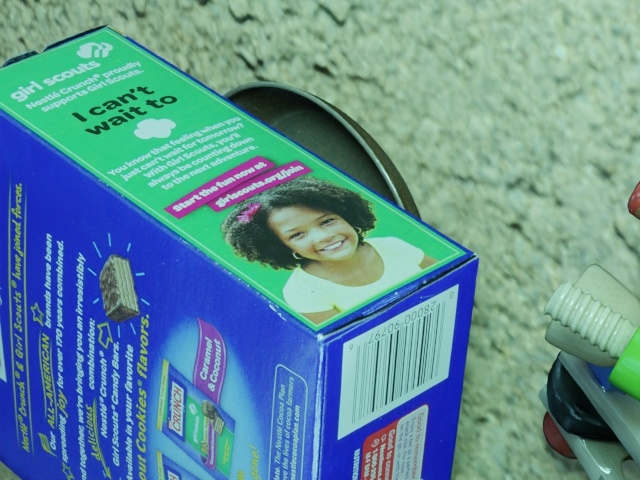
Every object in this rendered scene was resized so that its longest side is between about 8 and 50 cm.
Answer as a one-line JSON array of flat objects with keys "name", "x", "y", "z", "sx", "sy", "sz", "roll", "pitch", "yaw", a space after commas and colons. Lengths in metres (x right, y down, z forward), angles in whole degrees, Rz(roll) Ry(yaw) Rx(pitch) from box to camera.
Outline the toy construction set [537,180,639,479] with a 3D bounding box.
[{"name": "toy construction set", "x": 0.172, "y": 0.155, "z": 0.815, "sx": 0.237, "sy": 0.257, "sz": 0.309, "roll": 33, "pitch": 123, "yaw": 14}]

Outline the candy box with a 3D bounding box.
[{"name": "candy box", "x": -0.072, "y": 0.066, "z": 1.045, "sx": 0.317, "sy": 0.122, "sz": 0.268, "roll": 32, "pitch": 133, "yaw": 35}]

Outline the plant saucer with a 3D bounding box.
[{"name": "plant saucer", "x": 0.000, "y": 0.000, "z": 1.053, "sx": 0.198, "sy": 0.036, "sz": 0.199, "roll": 26, "pitch": 127, "yaw": 40}]
